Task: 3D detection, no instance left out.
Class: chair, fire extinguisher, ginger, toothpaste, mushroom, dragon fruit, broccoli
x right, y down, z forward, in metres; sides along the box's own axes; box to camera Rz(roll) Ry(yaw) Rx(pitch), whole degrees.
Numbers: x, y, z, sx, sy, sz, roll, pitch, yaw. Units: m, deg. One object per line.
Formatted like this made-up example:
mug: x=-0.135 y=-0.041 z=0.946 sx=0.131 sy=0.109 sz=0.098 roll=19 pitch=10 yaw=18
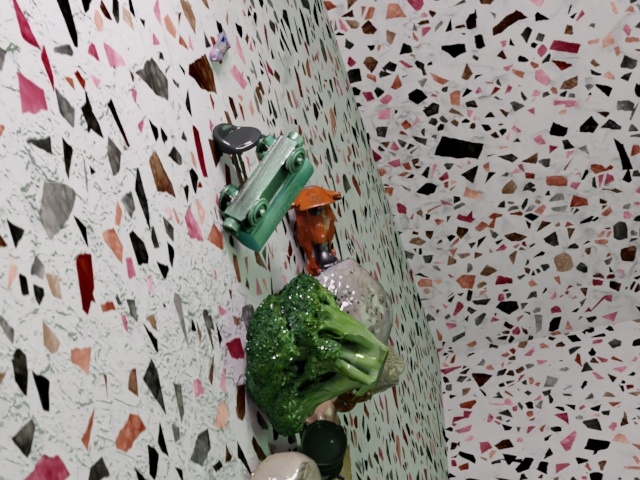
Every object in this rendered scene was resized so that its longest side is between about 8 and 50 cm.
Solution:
chair: x=-0.138 y=-0.145 z=1.964 sx=0.104 sy=0.095 sz=0.221 roll=-101 pitch=171 yaw=-55
fire extinguisher: x=0.004 y=0.433 z=1.943 sx=0.093 sy=0.118 sz=0.294 roll=-53 pitch=167 yaw=-19
ginger: x=0.047 y=0.356 z=2.283 sx=0.162 sy=0.103 sz=0.073 roll=27 pitch=36 yaw=-51
toothpaste: x=-0.213 y=-0.414 z=2.062 sx=0.170 sy=0.028 sz=0.045 roll=-81 pitch=148 yaw=-64
mushroom: x=-0.045 y=0.443 z=1.751 sx=0.108 sy=0.096 sz=0.247 roll=-62 pitch=155 yaw=-13
dragon fruit: x=0.071 y=0.188 z=2.150 sx=0.204 sy=0.221 sz=0.283 roll=42 pitch=-3 yaw=22
broccoli: x=-0.017 y=0.213 z=1.793 sx=0.308 sy=0.275 sz=0.308 roll=19 pitch=90 yaw=-74

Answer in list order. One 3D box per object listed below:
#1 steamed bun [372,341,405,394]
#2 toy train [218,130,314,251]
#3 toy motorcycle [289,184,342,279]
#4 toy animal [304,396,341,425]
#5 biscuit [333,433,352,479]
steamed bun: x=0.116 y=0.319 z=2.538 sx=0.218 sy=0.144 sz=0.211 roll=54 pitch=16 yaw=24
toy train: x=-0.102 y=-0.093 z=1.897 sx=0.248 sy=0.101 sz=0.159 roll=-55 pitch=150 yaw=-21
toy motorcycle: x=0.000 y=0.000 z=2.352 sx=0.221 sy=0.148 sz=0.326 roll=116 pitch=-41 yaw=-73
toy animal: x=0.007 y=0.387 z=2.108 sx=0.150 sy=0.089 sz=0.083 roll=74 pitch=5 yaw=-58
biscuit: x=0.042 y=0.546 z=2.220 sx=0.160 sy=0.030 sz=0.250 roll=55 pitch=25 yaw=-59
